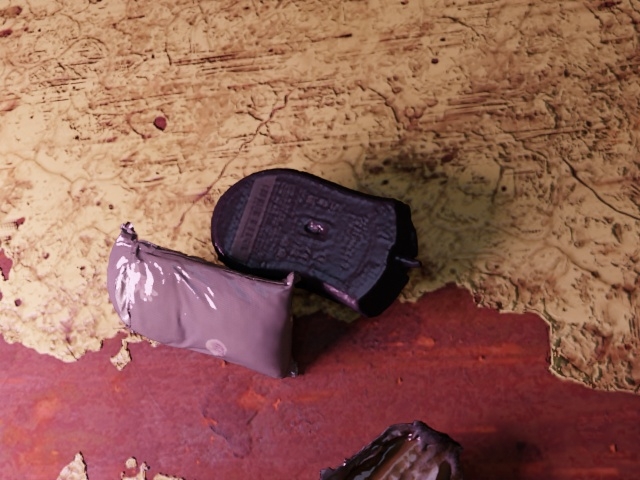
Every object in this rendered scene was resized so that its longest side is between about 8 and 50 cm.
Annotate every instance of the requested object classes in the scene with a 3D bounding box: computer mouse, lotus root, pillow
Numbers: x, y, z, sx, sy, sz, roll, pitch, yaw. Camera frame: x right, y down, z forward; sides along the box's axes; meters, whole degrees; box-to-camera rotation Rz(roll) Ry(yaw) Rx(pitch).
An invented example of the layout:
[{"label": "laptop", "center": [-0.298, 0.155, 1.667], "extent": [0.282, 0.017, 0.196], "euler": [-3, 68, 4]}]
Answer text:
[{"label": "computer mouse", "center": [0.000, 0.000, 0.934], "extent": [0.264, 0.088, 0.147], "euler": [18, 81, 19]}, {"label": "lotus root", "center": [0.029, 0.335, 0.843], "extent": [0.167, 0.078, 0.329], "euler": [42, 84, -3]}, {"label": "pillow", "center": [-0.146, 0.080, 0.918], "extent": [0.255, 0.059, 0.169], "euler": [15, 119, 13]}]
